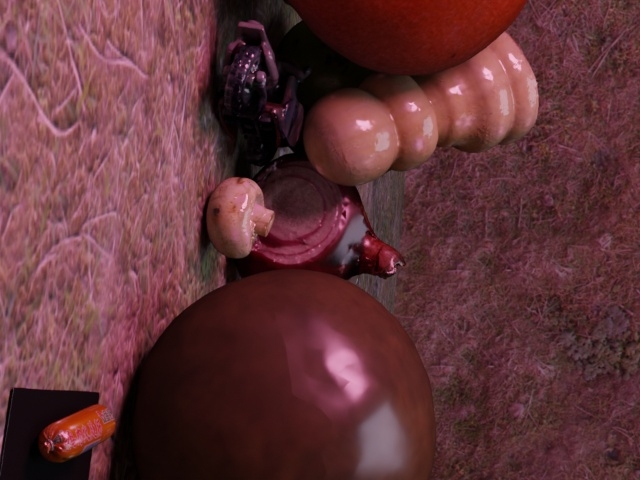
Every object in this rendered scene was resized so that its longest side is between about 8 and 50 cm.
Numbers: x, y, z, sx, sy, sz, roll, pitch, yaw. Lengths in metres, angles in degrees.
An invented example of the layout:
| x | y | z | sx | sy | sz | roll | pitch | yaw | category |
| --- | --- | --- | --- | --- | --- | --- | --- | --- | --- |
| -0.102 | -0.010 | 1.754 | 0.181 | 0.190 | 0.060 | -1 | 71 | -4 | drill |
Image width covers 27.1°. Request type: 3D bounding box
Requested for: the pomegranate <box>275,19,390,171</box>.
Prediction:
| x | y | z | sx | sy | sz | roll | pitch | yaw | category |
| --- | --- | --- | --- | --- | --- | --- | --- | --- | --- |
| 0.057 | -0.186 | 1.592 | 0.211 | 0.263 | 0.211 | 155 | -90 | -85 | pomegranate |

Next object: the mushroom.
| x | y | z | sx | sy | sz | roll | pitch | yaw | category |
| --- | --- | --- | --- | --- | --- | --- | --- | --- | --- |
| -0.082 | -0.023 | 1.361 | 0.083 | 0.067 | 0.084 | 13 | 90 | -82 | mushroom |

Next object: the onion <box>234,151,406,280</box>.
| x | y | z | sx | sy | sz | roll | pitch | yaw | category |
| --- | --- | --- | --- | --- | --- | --- | --- | --- | --- |
| 0.000 | 0.002 | 1.502 | 0.135 | 0.198 | 0.173 | 74 | 41 | -81 | onion |

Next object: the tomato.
| x | y | z | sx | sy | sz | roll | pitch | yaw | category |
| --- | --- | --- | --- | --- | --- | --- | --- | --- | --- |
| 0.058 | -0.331 | 1.357 | 0.273 | 0.341 | 0.341 | -54 | 173 | 6 | tomato |

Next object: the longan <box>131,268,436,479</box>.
| x | y | z | sx | sy | sz | roll | pitch | yaw | category |
| --- | --- | --- | --- | --- | --- | --- | --- | --- | --- |
| -0.030 | 0.170 | 1.190 | 0.297 | 0.297 | 0.297 | 6 | 90 | -81 | longan |

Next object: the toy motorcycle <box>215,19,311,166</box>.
| x | y | z | sx | sy | sz | roll | pitch | yaw | category |
| --- | --- | --- | --- | --- | --- | --- | --- | --- | --- |
| -0.059 | -0.160 | 1.363 | 0.213 | 0.082 | 0.122 | 74 | 25 | -72 | toy motorcycle |

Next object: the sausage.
| x | y | z | sx | sy | sz | roll | pitch | yaw | category |
| --- | --- | --- | --- | --- | --- | --- | --- | --- | --- |
| -0.180 | 0.142 | 0.969 | 0.107 | 0.031 | 0.031 | -5 | 101 | -81 | sausage |

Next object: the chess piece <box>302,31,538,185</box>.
| x | y | z | sx | sy | sz | roll | pitch | yaw | category |
| --- | --- | --- | --- | --- | --- | --- | --- | --- | --- |
| 0.097 | -0.139 | 1.445 | 0.143 | 0.260 | 0.143 | 42 | -36 | 41 | chess piece |

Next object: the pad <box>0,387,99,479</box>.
| x | y | z | sx | sy | sz | roll | pitch | yaw | category |
| --- | --- | --- | --- | --- | --- | --- | --- | --- | --- |
| -0.200 | 0.173 | 0.974 | 0.190 | 0.004 | 0.127 | 40 | 57 | -78 | pad |

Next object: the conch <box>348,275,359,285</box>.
| x | y | z | sx | sy | sz | roll | pitch | yaw | category |
| --- | --- | --- | --- | --- | --- | --- | --- | --- | --- |
| -0.009 | 0.100 | 1.737 | 0.176 | 0.121 | 0.188 | 47 | 45 | -54 | conch |
